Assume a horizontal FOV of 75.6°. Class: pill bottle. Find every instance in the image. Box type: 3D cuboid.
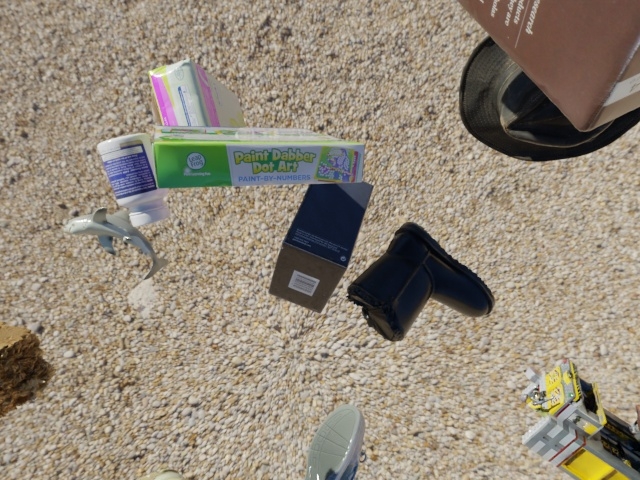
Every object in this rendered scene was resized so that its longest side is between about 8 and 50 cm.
[{"bbox_3d":[-0.400,-0.130,0.907,0.111,0.112,0.187,-16,102,-8],"label":"pill bottle"}]

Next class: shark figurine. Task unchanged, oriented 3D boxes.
[{"bbox_3d":[-0.517,-0.023,1.115,0.278,0.166,0.116,33,33,-22],"label":"shark figurine"}]

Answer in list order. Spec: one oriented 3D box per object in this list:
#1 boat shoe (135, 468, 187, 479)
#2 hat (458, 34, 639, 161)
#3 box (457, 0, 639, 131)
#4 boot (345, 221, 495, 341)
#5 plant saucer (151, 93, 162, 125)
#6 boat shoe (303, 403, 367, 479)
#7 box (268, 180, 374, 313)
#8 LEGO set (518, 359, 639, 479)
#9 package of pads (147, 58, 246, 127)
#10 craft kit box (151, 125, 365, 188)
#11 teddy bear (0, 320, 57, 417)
[{"bbox_3d":[-0.266,0.339,0.420,0.285,0.089,0.105,-13,93,-36],"label":"boat shoe"},{"bbox_3d":[0.410,-0.239,0.727,0.331,0.331,0.134,23,50,3],"label":"hat"},{"bbox_3d":[0.198,-0.297,0.342,0.191,0.143,0.382,-26,65,0],"label":"box"},{"bbox_3d":[0.185,0.111,0.758,0.246,0.094,0.207,44,60,-3],"label":"boot"},{"bbox_3d":[-0.429,-0.339,1.206,0.036,0.198,0.199,-28,78,10],"label":"plant saucer"},{"bbox_3d":[0.032,0.553,0.973,0.103,0.118,0.321,36,66,-37],"label":"boat shoe"},{"bbox_3d":[0.000,0.000,1.177,0.182,0.296,0.294,21,56,-2],"label":"box"},{"bbox_3d":[0.310,0.196,0.390,0.192,0.255,0.331,32,37,12],"label":"LEGO set"},{"bbox_3d":[-0.247,-0.248,0.924,0.101,0.296,0.229,-15,91,9],"label":"package of pads"},{"bbox_3d":[-0.101,-0.126,0.584,0.249,0.246,0.061,-4,107,-19],"label":"craft kit box"},{"bbox_3d":[-0.503,0.215,0.478,0.244,0.338,0.113,5,105,1],"label":"teddy bear"}]
